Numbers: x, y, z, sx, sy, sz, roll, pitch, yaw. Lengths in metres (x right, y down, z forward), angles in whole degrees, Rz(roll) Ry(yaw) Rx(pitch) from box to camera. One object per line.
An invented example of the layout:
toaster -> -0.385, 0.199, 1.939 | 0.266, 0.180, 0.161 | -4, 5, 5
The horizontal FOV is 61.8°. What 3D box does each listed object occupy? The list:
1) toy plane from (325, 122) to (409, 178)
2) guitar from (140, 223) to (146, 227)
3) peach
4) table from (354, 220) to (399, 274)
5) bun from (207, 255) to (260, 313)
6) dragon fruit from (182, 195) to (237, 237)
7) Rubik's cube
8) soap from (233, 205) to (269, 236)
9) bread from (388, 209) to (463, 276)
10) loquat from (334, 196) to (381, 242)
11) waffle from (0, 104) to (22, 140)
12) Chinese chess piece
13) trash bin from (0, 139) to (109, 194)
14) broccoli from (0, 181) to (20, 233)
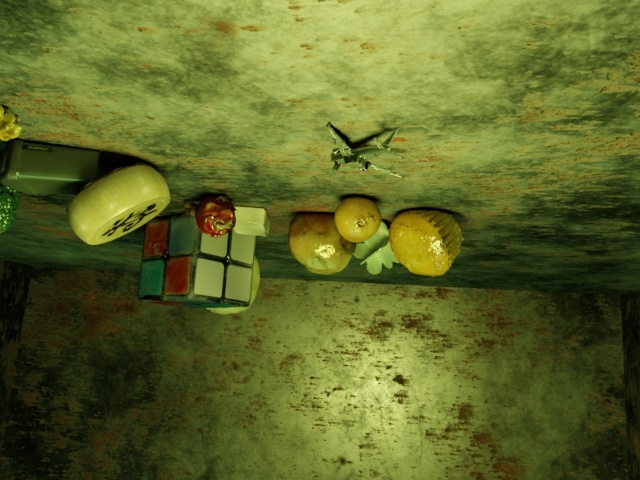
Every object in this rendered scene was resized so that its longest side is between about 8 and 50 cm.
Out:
toy plane -> 0.083, -0.183, 1.139 | 0.225, 0.058, 0.226 | 29, 157, -28
guitar -> -0.755, -0.051, 2.155 | 0.233, 0.025, 0.088 | -5, 167, 37
peach -> 0.000, 0.000, 1.775 | 0.235, 0.214, 0.214 | 27, 161, -20
table -> 0.222, 0.013, 1.865 | 0.166, 0.167, 0.198 | 7, 160, -15
bun -> -0.442, 0.161, 2.335 | 0.348, 0.353, 0.227 | -33, 162, 27
dragon fruit -> -0.352, -0.084, 1.658 | 0.246, 0.126, 0.125 | 13, -170, 38
Rubik's cube -> -0.457, 0.087, 2.009 | 0.318, 0.314, 0.316 | -6, 166, 37
soap -> -0.240, -0.064, 1.823 | 0.121, 0.064, 0.183 | 5, 168, 0
bread -> 0.322, 0.001, 1.668 | 0.139, 0.240, 0.240 | -39, -166, -32
loquat -> 0.110, -0.061, 1.550 | 0.141, 0.141, 0.141 | 4, 169, 1
waffle -> -0.711, -0.247, 1.084 | 0.210, 0.055, 0.160 | -3, 166, 27
Chinese chess piece -> -0.512, -0.092, 1.368 | 0.257, 0.104, 0.257 | -32, 179, -1
trash bin -> -0.665, -0.173, 1.334 | 0.236, 0.101, 0.177 | 4, 167, -11
broccoli -> -0.942, -0.113, 1.375 | 0.297, 0.298, 0.297 | 31, 159, -20
